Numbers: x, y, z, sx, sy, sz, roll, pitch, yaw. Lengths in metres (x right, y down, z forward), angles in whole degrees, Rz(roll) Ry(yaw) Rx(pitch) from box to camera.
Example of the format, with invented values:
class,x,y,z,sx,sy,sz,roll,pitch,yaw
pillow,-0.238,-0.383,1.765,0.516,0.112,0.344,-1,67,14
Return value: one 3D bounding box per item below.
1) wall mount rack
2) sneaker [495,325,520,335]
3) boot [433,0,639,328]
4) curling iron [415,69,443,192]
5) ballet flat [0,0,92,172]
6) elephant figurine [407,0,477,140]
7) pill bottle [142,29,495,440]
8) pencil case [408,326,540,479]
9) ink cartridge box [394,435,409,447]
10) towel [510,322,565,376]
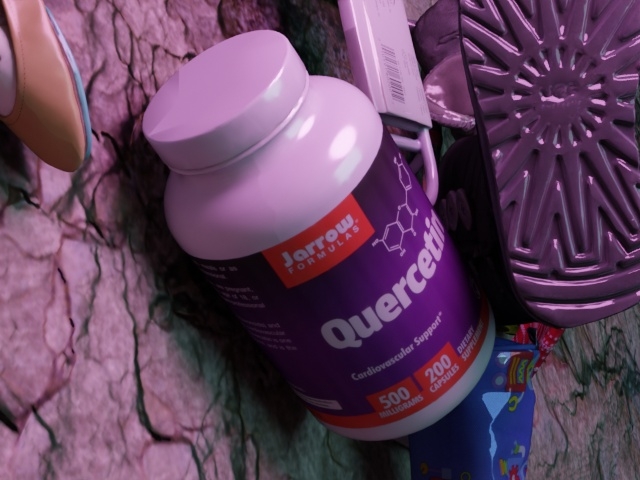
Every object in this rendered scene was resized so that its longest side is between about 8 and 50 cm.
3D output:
class,x,y,z,sx,sy,sz,roll,pitch,yaw
wall mount rack,0.038,-0.176,1.160,0.304,0.130,0.350,7,69,-59
sneaker,0.244,0.016,1.430,0.295,0.109,0.123,64,28,-45
boot,0.186,-0.099,1.070,0.445,0.146,0.367,46,44,-86
curling iron,0.138,-0.120,1.421,0.068,0.035,0.274,50,32,-58
ballet flat,-0.211,-0.148,0.714,0.073,0.080,0.232,-16,88,-37
elephant figurine,0.192,-0.173,1.336,0.169,0.186,0.239,8,70,-23
pill bottle,0.000,0.000,0.903,0.323,0.181,0.181,55,31,-34
pencil case,0.144,0.233,1.065,0.133,0.119,0.306,5,84,-58
ink cartridge box,0.098,0.107,1.194,0.224,0.045,0.223,37,44,-51
towel,0.241,0.105,1.288,0.031,0.275,0.199,29,31,5
